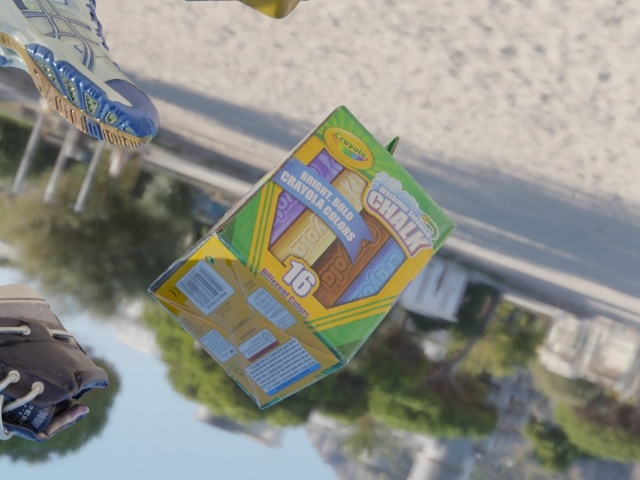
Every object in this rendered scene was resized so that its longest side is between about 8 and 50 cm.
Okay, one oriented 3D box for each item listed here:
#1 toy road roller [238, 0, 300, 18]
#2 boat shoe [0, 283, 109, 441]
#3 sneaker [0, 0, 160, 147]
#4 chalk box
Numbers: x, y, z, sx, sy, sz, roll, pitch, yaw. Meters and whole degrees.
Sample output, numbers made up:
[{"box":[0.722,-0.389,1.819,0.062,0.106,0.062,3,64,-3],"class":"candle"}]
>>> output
[{"box":[-0.043,-0.451,1.696,0.202,0.241,0.329,30,-137,8],"class":"toy road roller"},{"box":[-0.350,0.134,1.284,0.158,0.127,0.340,42,-159,16],"class":"boat shoe"},{"box":[-0.276,-0.224,1.405,0.296,0.131,0.112,37,153,11],"class":"sneaker"},{"box":[0.000,0.000,1.321,0.179,0.289,0.180,47,144,-5],"class":"chalk box"}]
